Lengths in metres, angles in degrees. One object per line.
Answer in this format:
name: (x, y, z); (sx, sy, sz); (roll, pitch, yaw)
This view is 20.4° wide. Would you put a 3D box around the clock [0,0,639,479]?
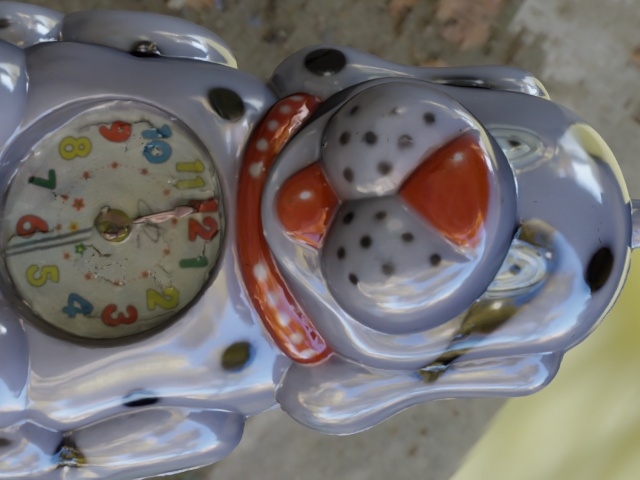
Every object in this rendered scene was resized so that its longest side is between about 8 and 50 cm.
clock: (-0.003, 0.000, 0.653); (0.254, 0.189, 0.189); (-2, 136, 13)
